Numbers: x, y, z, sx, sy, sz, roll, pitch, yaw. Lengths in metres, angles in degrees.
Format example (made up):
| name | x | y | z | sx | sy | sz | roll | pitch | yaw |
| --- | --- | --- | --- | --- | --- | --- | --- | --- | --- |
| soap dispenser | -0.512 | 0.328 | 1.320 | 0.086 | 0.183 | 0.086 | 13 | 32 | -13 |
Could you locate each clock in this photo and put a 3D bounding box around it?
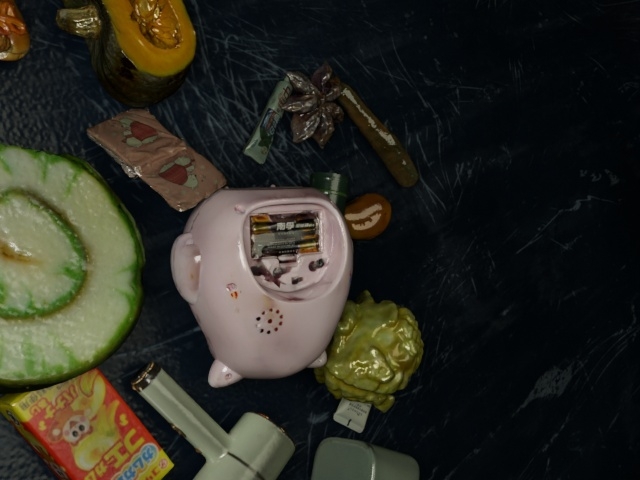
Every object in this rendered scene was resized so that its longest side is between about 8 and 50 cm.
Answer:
| name | x | y | z | sx | sy | sz | roll | pitch | yaw |
| --- | --- | --- | --- | --- | --- | --- | --- | --- | --- |
| clock | -0.094 | 0.080 | 1.255 | 0.369 | 0.251 | 0.376 | -5 | 94 | -31 |

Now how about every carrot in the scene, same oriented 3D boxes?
| name | x | y | z | sx | sy | sz | roll | pitch | yaw |
| --- | --- | --- | --- | --- | --- | --- | --- | --- | --- |
| carrot | 0.140 | -0.272 | 1.648 | 0.342 | 0.070 | 0.070 | 50 | 56 | -21 |

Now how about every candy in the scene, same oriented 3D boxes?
| name | x | y | z | sx | sy | sz | roll | pitch | yaw |
| --- | --- | --- | --- | --- | --- | --- | --- | --- | --- |
| candy | -0.387 | 0.325 | 1.097 | 0.146 | 0.088 | 0.276 | -43 | 110 | -37 |

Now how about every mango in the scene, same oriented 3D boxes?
| name | x | y | z | sx | sy | sz | roll | pitch | yaw |
| --- | --- | --- | --- | --- | --- | --- | --- | --- | --- |
| mango | 0.096 | -0.052 | 1.565 | 0.159 | 0.084 | 0.105 | -18 | 94 | -18 |

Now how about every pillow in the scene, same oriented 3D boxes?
| name | x | y | z | sx | sy | sz | roll | pitch | yaw |
| --- | --- | --- | --- | --- | --- | --- | --- | --- | --- |
| pillow | -0.301 | -0.150 | 1.215 | 0.248 | 0.049 | 0.135 | 40 | 52 | 9 |

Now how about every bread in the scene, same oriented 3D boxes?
| name | x | y | z | sx | sy | sz | roll | pitch | yaw |
| --- | --- | --- | --- | --- | --- | --- | --- | --- | --- |
| bread | -0.452 | 0.046 | 0.985 | 0.366 | 0.129 | 0.382 | 47 | 49 | -17 |

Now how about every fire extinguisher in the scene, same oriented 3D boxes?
| name | x | y | z | sx | sy | sz | roll | pitch | yaw |
| --- | --- | --- | --- | --- | --- | --- | --- | --- | --- |
| fire extinguisher | 0.000 | 0.000 | 1.461 | 0.118 | 0.093 | 0.294 | 7 | 84 | 6 |

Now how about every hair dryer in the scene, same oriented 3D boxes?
| name | x | y | z | sx | sy | sz | roll | pitch | yaw |
| --- | --- | --- | --- | --- | --- | --- | --- | --- | --- |
| hair dryer | -0.227 | 0.352 | 1.218 | 0.362 | 0.128 | 0.203 | 49 | 57 | -14 |

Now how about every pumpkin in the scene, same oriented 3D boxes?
| name | x | y | z | sx | sy | sz | roll | pitch | yaw |
| --- | --- | --- | --- | --- | --- | --- | --- | --- | --- |
| pumpkin | -0.368 | -0.406 | 1.208 | 0.222 | 0.139 | 0.317 | -27 | 103 | -42 |

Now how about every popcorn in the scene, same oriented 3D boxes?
| name | x | y | z | sx | sy | sz | roll | pitch | yaw |
| --- | --- | --- | --- | --- | --- | --- | --- | --- | --- |
| popcorn | 0.102 | 0.244 | 1.430 | 0.254 | 0.256 | 0.195 | 61 | 5 | 18 |

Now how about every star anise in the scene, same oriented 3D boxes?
| name | x | y | z | sx | sy | sz | roll | pitch | yaw |
| --- | --- | --- | --- | --- | --- | --- | --- | --- | --- |
| star anise | -0.009 | -0.304 | 1.512 | 0.212 | 0.073 | 0.196 | -32 | 123 | -46 |

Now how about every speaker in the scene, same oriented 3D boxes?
| name | x | y | z | sx | sy | sz | roll | pitch | yaw |
| --- | --- | --- | --- | --- | --- | --- | --- | --- | --- |
| speaker | 0.081 | 0.634 | 1.377 | 0.184 | 0.183 | 0.406 | 25 | 67 | -40 |

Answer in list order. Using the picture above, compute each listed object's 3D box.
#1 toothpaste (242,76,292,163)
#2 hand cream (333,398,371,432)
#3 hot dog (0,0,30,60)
| name | x | y | z | sx | sy | sz | roll | pitch | yaw |
| --- | --- | --- | --- | --- | --- | --- | --- | --- | --- |
| toothpaste | -0.109 | -0.275 | 1.461 | 0.060 | 0.038 | 0.233 | 37 | 63 | -35 |
| hand cream | 0.112 | 0.305 | 1.539 | 0.095 | 0.059 | 0.276 | 35 | 67 | -27 |
| hot dog | -0.590 | -0.440 | 1.037 | 0.158 | 0.117 | 0.348 | -30 | 102 | -39 |
